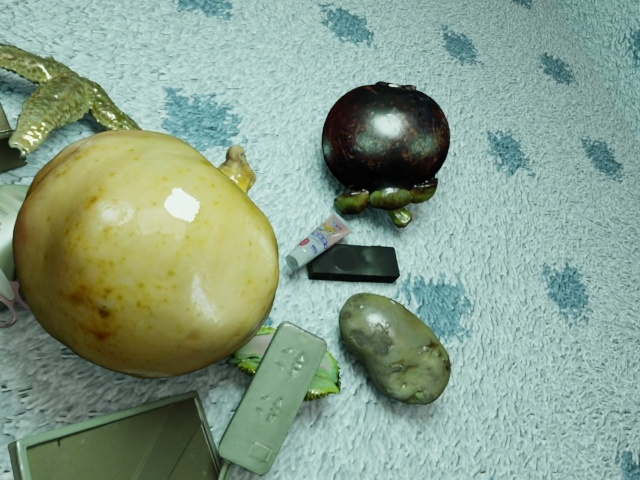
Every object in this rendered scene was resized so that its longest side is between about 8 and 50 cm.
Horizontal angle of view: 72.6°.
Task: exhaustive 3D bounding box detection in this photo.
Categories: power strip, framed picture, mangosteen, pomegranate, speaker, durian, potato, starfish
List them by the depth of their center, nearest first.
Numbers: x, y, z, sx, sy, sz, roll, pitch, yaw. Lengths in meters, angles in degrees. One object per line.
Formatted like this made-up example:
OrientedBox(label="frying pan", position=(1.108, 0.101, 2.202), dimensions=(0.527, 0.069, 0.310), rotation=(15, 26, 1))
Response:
OrientedBox(label="framed picture", position=(-0.242, 0.350, 0.605), dimensions=(0.241, 0.020, 0.324), rotation=(64, 17, 17))
OrientedBox(label="pomegranate", position=(-0.245, 0.010, 0.691), dimensions=(0.410, 0.411, 0.412), rotation=(10, 59, -17))
OrientedBox(label="power strip", position=(-0.089, 0.280, 0.724), dimensions=(0.093, 0.053, 0.288), rotation=(27, 79, -5))
OrientedBox(label="durian", position=(-0.075, 0.237, 0.822), dimensions=(0.220, 0.096, 0.137), rotation=(21, 21, -8))
OrientedBox(label="starfish", position=(-0.510, -0.275, 0.868), dimensions=(0.432, 0.082, 0.324), rotation=(44, 23, 6))
OrientedBox(label="potato", position=(0.150, 0.213, 0.893), dimensions=(0.165, 0.165, 0.262), rotation=(-35, 83, -33))
OrientedBox(label="speaker", position=(0.076, 0.051, 1.014), dimensions=(0.217, 0.044, 0.082), rotation=(5, 61, -20))
OrientedBox(label="mangosteen", position=(0.152, -0.224, 1.062), dimensions=(0.329, 0.330, 0.331), rotation=(10, 59, -17))

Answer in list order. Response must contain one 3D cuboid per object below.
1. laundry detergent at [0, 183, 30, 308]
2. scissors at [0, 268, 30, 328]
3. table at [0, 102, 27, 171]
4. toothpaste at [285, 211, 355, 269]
OrientedBox(label="laundry detergent", position=(-0.540, -0.005, 0.758), dimensions=(0.181, 0.091, 0.253), rotation=(45, 54, -10))
OrientedBox(label="scissors", position=(-0.517, 0.051, 0.687), dimensions=(0.085, 0.022, 0.176), rotation=(-44, 123, -43))
OrientedBox(label="table", position=(-0.667, -0.168, 0.774), dimensions=(0.167, 0.167, 0.226), rotation=(49, 47, 9))
OrientedBox(label="toothpaste", position=(0.000, 0.000, 0.964), dimensions=(0.067, 0.043, 0.194), rotation=(42, 49, 11))
